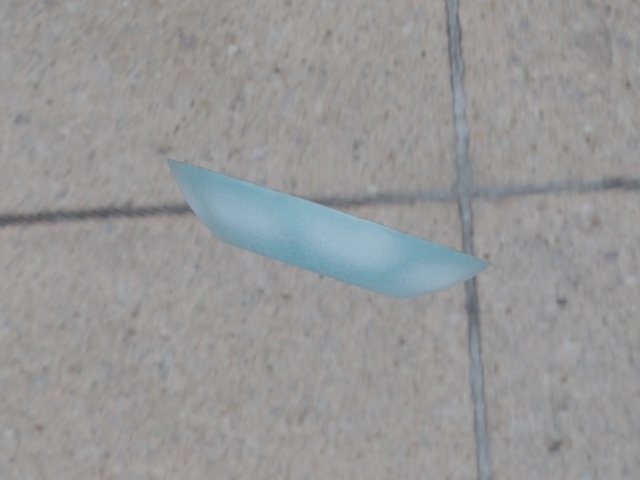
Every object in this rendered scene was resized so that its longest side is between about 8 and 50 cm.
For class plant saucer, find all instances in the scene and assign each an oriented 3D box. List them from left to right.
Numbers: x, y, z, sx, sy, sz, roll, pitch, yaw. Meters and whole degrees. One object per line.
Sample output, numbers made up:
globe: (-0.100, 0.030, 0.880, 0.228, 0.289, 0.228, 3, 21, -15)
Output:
plant saucer: (0.000, 0.000, 1.024, 0.195, 0.195, 0.037, 17, 90, -3)
